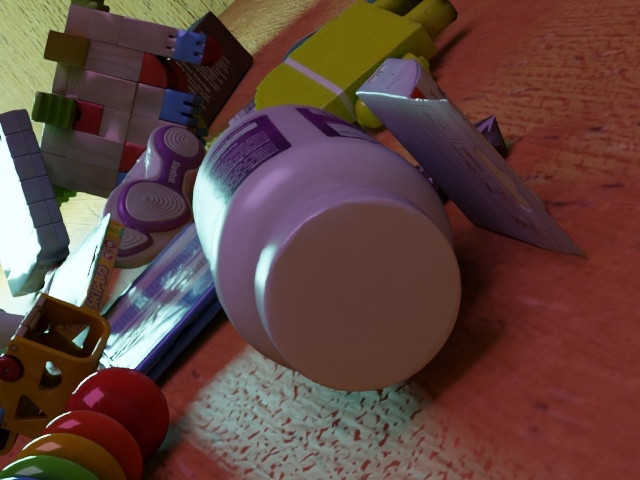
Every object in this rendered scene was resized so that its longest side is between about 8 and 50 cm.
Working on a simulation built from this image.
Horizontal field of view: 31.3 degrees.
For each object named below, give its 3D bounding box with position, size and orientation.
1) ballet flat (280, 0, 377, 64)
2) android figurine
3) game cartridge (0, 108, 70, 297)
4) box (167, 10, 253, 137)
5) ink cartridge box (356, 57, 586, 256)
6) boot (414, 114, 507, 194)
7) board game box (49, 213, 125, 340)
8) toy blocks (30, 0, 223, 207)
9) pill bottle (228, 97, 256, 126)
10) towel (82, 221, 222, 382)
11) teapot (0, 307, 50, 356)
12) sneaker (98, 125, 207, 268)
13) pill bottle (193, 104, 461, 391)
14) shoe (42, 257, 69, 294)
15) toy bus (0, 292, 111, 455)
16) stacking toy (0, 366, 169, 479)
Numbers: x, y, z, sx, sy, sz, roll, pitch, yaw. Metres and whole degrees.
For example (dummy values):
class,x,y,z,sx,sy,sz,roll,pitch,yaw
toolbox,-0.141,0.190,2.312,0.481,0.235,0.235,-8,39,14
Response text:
class,x,y,z,sx,sy,sz,roll,pitch,yaw
ballet flat,0.047,-0.268,1.553,0.248,0.086,0.086,-22,27,46
android figurine,0.030,-0.200,1.349,0.273,0.056,0.248,-42,33,-6
game cartridge,-0.481,-0.046,1.841,0.068,0.230,0.355,-21,-5,-26
box,-0.284,-0.258,2.130,0.191,0.143,0.381,-31,19,32
ink cartridge box,0.108,-0.063,0.785,0.045,0.145,0.179,-47,18,-7
boot,0.107,-0.073,0.996,0.114,0.037,0.106,-42,30,12
board game box,-0.305,0.062,1.435,0.259,0.039,0.124,-38,36,59
toy blocks,-0.296,-0.206,1.833,0.191,0.260,0.381,-12,-64,-75
pill bottle,-0.046,-0.170,1.493,0.137,0.078,0.078,-41,17,6
towel,-0.167,0.069,1.248,0.209,0.034,0.285,-49,18,-10
teapot,-0.472,0.161,1.473,0.256,0.187,0.253,33,110,54
sneaker,-0.241,-0.035,1.605,0.152,0.114,0.305,-55,9,34
pill bottle,0.000,0.000,0.834,0.169,0.169,0.301,-42,17,2
shoe,-0.374,0.067,1.677,0.081,0.063,0.178,-35,13,27
toy bus,-0.285,0.160,1.179,0.202,0.104,0.191,129,162,-74
stacking toy,-0.205,0.203,0.874,0.141,0.141,0.330,-34,15,26
